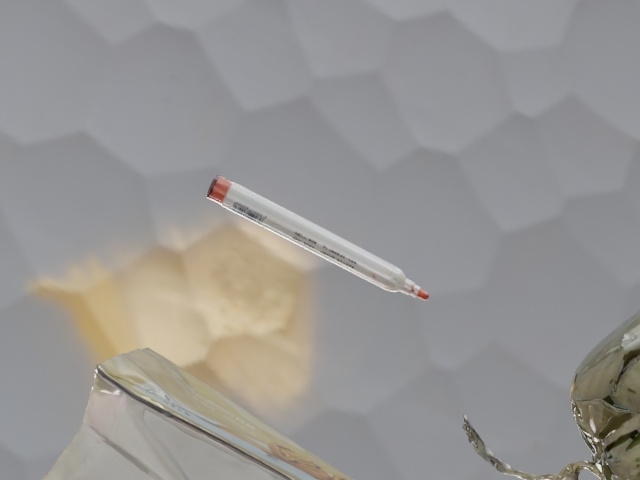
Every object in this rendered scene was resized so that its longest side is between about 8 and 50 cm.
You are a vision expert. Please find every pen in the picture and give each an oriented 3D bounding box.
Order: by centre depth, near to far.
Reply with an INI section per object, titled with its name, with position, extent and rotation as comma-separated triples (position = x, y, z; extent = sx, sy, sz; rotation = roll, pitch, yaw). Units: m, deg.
[pen]
position = 0.000, 0.000, 1.358
extent = 0.026, 0.218, 0.026
rotation = -63, 0, -1

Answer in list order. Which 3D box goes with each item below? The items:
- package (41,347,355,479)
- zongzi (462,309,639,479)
[package]
position = -0.063, 0.232, 1.211
extent = 0.165, 0.311, 0.221
rotation = -59, -4, 1
[zongzi]
position = 0.320, 0.140, 0.835
extent = 0.447, 0.418, 0.181
rotation = -35, -29, -5
